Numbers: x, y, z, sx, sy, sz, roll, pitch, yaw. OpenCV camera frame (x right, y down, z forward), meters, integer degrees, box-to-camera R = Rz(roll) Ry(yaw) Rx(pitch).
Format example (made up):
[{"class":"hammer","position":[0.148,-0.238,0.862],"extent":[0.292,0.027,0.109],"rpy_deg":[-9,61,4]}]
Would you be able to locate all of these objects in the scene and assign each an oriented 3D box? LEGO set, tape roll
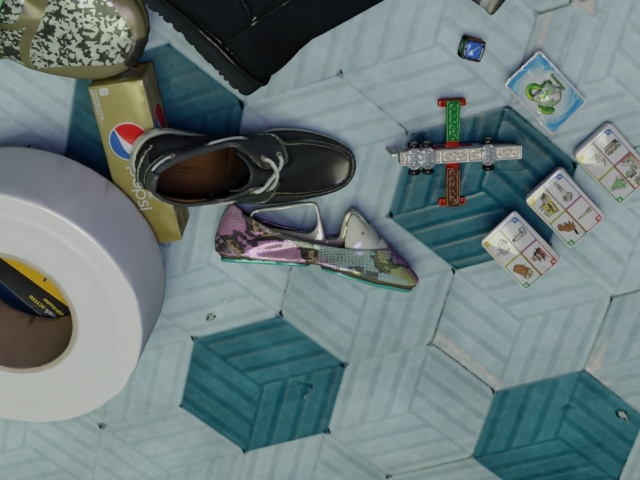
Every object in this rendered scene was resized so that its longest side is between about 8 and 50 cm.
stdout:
[{"class":"LEGO set","position":[0.193,-0.093,1.219],"extent":[0.182,0.060,0.244],"rpy_deg":[-44,108,10]},{"class":"tape roll","position":[-0.309,0.049,1.228],"extent":[0.286,0.100,0.286],"rpy_deg":[5,123,7]}]

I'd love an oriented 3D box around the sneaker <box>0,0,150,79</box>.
[{"class":"sneaker","position":[-0.358,-0.248,1.088],"extent":[0.410,0.182,0.158],"rpy_deg":[25,116,-9]}]

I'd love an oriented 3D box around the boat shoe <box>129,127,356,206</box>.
[{"class":"boat shoe","position":[-0.069,-0.067,1.190],"extent":[0.233,0.079,0.084],"rpy_deg":[-1,110,-22]}]

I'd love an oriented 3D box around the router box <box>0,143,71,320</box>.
[{"class":"router box","position":[-0.293,0.004,1.289],"extent":[0.133,0.046,0.179],"rpy_deg":[-40,108,22]}]

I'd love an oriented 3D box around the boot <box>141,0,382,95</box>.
[{"class":"boot","position":[-0.065,-0.275,1.101],"extent":[0.207,0.094,0.246],"rpy_deg":[-35,116,23]}]

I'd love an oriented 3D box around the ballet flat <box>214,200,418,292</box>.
[{"class":"ballet flat","position":[0.000,0.000,1.258],"extent":[0.222,0.077,0.079],"rpy_deg":[10,98,-1]}]

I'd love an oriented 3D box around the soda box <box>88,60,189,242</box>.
[{"class":"soda box","position":[-0.184,-0.087,1.226],"extent":[0.058,0.061,0.181],"rpy_deg":[-8,116,7]}]

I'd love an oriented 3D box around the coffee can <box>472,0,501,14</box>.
[{"class":"coffee can","position":[0.080,-0.341,0.963],"extent":[0.275,0.201,0.201],"rpy_deg":[34,115,3]}]
